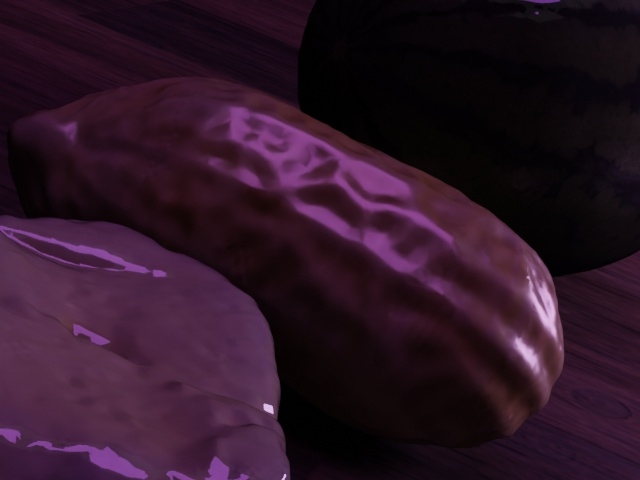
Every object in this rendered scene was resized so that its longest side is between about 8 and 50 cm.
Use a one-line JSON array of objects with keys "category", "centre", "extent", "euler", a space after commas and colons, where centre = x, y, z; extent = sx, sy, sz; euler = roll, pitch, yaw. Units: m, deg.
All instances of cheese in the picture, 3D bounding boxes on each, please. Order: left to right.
[{"category": "cheese", "centre": [-0.099, 0.066, 0.620], "extent": [0.159, 0.093, 0.263], "euler": [19, 16, -9]}]

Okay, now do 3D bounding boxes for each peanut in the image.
[{"category": "peanut", "centre": [-0.023, 0.004, 0.792], "extent": [0.325, 0.140, 0.153], "euler": [24, -9, 15]}]

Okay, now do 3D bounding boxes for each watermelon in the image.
[{"category": "watermelon", "centre": [0.155, -0.111, 1.092], "extent": [0.359, 0.279, 0.279], "euler": [2, 25, -43]}]
